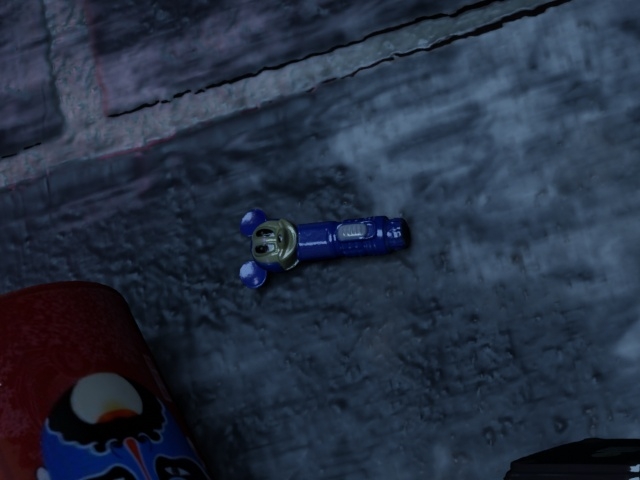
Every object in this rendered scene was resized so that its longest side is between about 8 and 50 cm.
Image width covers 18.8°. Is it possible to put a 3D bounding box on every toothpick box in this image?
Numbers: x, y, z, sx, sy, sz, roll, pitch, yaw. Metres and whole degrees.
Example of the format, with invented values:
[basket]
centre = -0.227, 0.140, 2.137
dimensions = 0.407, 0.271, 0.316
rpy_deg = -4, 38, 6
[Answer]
[toothpick box]
centre = -0.144, 0.216, 1.220
dimensions = 0.204, 0.204, 0.333
rpy_deg = -32, 68, 8

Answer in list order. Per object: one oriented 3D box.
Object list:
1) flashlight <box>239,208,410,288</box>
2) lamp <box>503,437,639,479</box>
[flashlight]
centre = 0.000, 0.000, 1.322
dimensions = 0.121, 0.035, 0.057
rpy_deg = -6, 72, 17
[lamp]
centre = 0.140, 0.253, 1.180
dimensions = 0.203, 0.124, 0.283
rpy_deg = -2, 76, 39
